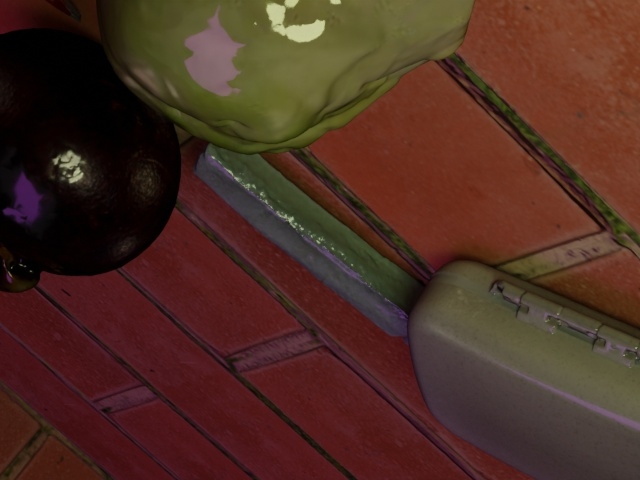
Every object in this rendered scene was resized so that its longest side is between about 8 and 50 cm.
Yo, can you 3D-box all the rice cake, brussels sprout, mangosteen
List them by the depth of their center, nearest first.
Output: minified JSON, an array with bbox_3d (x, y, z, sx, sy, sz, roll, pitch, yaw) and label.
[{"bbox_3d":[-0.035,-0.198,1.165,0.316,0.274,0.243,28,146,25],"label":"brussels sprout"},{"bbox_3d":[-0.309,-0.090,1.694,0.297,0.293,0.297,22,127,32],"label":"mangosteen"},{"bbox_3d":[0.000,0.000,1.704,0.336,0.063,0.066,41,150,-6],"label":"rice cake"}]

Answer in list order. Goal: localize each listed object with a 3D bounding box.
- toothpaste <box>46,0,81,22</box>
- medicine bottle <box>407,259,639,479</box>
[{"bbox_3d":[-0.379,-0.339,1.650,0.301,0.048,0.075,39,151,-8],"label":"toothpaste"},{"bbox_3d":[0.268,0.170,1.571,0.375,0.123,0.282,23,153,27],"label":"medicine bottle"}]
